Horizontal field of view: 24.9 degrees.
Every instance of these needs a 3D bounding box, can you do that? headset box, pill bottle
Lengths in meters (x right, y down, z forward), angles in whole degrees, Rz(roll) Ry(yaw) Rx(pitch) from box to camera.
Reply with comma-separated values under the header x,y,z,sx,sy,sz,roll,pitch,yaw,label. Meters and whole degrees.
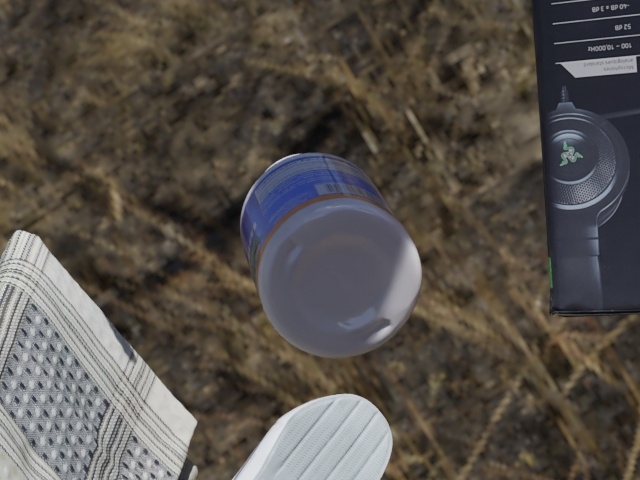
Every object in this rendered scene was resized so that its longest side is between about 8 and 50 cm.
x,y,z,sx,sy,sz,roll,pitch,yaw,label
0.200,-0.099,0.726,0.131,0.283,0.246,-3,5,25,headset box
0.000,0.000,1.425,0.152,0.152,0.272,-32,18,1,pill bottle

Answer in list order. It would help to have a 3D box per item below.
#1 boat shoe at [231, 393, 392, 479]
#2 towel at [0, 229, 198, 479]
x,y,z,sx,sy,sz,roll,pitch,yaw,label
-0.035,0.181,1.005,0.076,0.083,0.226,-40,-5,40,boat shoe
-0.201,0.190,1.269,0.056,0.324,0.312,-23,28,16,towel
